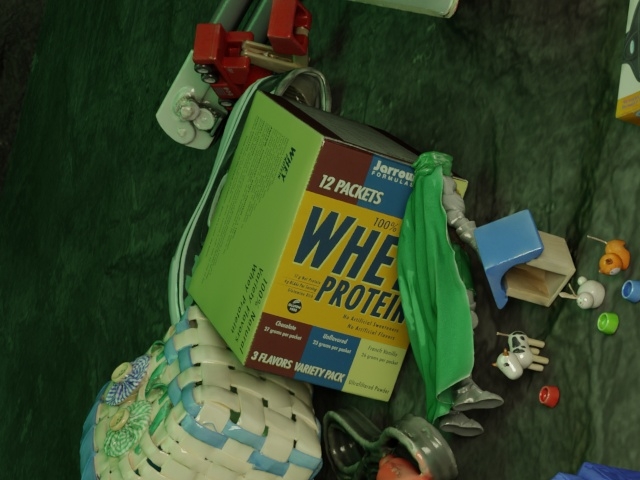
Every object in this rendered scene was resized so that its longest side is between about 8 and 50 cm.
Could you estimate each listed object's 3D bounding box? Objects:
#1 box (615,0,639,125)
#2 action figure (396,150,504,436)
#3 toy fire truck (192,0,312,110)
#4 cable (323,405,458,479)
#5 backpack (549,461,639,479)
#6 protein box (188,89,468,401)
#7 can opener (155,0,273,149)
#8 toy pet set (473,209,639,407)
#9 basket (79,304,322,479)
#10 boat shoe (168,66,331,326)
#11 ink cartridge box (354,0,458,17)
[{"bbox_3d":[0.234,-0.149,1.058,0.081,0.028,0.136,158,122,-64],"label":"box"},{"bbox_3d":[0.095,0.029,1.214,0.137,0.063,0.232,116,154,-56],"label":"action figure"},{"bbox_3d":[-0.062,-0.193,1.707,0.192,0.135,0.047,55,-140,-66],"label":"toy fire truck"},{"bbox_3d":[0.039,0.175,1.221,0.287,0.072,0.139,33,140,63],"label":"cable"},{"bbox_3d":[0.162,0.195,0.913,0.098,0.101,0.120,-138,62,-73],"label":"backpack"},{"bbox_3d":[0.000,0.000,1.379,0.200,0.136,0.201,-70,22,9],"label":"protein box"},{"bbox_3d":[-0.100,-0.226,1.839,0.280,0.074,0.093,-59,-1,27],"label":"can opener"},{"bbox_3d":[0.147,0.031,1.097,0.122,0.065,0.114,-59,27,34],"label":"toy pet set"},{"bbox_3d":[-0.125,0.220,1.444,0.289,0.201,0.255,-63,17,21],"label":"basket"},{"bbox_3d":[-0.067,-0.023,1.575,0.119,0.121,0.335,145,138,-64],"label":"boat shoe"},{"bbox_3d":[0.129,-0.301,1.271,0.309,0.130,0.272,-146,71,-67],"label":"ink cartridge box"}]
